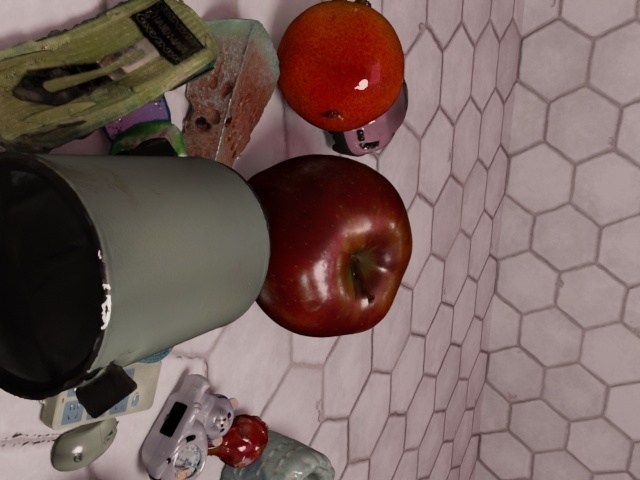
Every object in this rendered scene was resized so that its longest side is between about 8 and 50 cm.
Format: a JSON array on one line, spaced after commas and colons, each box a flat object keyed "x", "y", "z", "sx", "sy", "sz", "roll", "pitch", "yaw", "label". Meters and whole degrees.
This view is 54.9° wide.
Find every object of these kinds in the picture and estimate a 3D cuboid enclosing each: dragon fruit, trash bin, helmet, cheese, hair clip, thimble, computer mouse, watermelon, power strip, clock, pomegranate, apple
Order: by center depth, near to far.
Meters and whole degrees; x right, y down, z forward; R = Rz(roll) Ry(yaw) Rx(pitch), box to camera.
[{"x": -0.209, "y": 0.019, "z": 0.649, "sx": 0.277, "sy": 0.217, "sz": 0.262, "roll": 61, "pitch": 26, "yaw": 8, "label": "trash bin"}, {"x": -0.262, "y": -0.190, "z": 0.727, "sx": 0.321, "sy": 0.138, "sz": 0.091, "roll": -44, "pitch": 178, "yaw": -42, "label": "hair clip"}, {"x": -0.210, "y": -0.050, "z": 0.860, "sx": 0.203, "sy": 0.083, "sz": 0.321, "roll": -28, "pitch": 113, "yaw": -28, "label": "cheese"}, {"x": -0.319, "y": 0.283, "z": 0.861, "sx": 0.110, "sy": 0.032, "sz": 0.056, "roll": -23, "pitch": 121, "yaw": -54, "label": "computer mouse"}, {"x": -0.301, "y": 0.209, "z": 0.863, "sx": 0.192, "sy": 0.035, "sz": 0.082, "roll": 9, "pitch": 93, "yaw": -59, "label": "power strip"}, {"x": -0.145, "y": -0.200, "z": 0.941, "sx": 0.154, "sy": 0.094, "sz": 0.241, "roll": 36, "pitch": 71, "yaw": -68, "label": "watermelon"}, {"x": -0.205, "y": 0.319, "z": 0.999, "sx": 0.117, "sy": 0.080, "sz": 0.176, "roll": 48, "pitch": 59, "yaw": -39, "label": "clock"}, {"x": 0.000, "y": 0.000, "z": 1.006, "sx": 0.288, "sy": 0.317, "sz": 0.288, "roll": -10, "pitch": 115, "yaw": -23, "label": "apple"}, {"x": 0.037, "y": -0.313, "z": 1.060, "sx": 0.221, "sy": 0.220, "sz": 0.257, "roll": 32, "pitch": 66, "yaw": -58, "label": "pomegranate"}, {"x": -0.168, "y": 0.367, "z": 1.101, "sx": 0.190, "sy": 0.094, "sz": 0.094, "roll": 2, "pitch": 99, "yaw": -50, "label": "dragon fruit"}, {"x": -0.073, "y": 0.498, "z": 1.217, "sx": 0.205, "sy": 0.171, "sz": 0.250, "roll": -58, "pitch": 143, "yaw": -32, "label": "thimble"}, {"x": 0.107, "y": -0.281, "z": 1.256, "sx": 0.253, "sy": 0.154, "sz": 0.198, "roll": -49, "pitch": 138, "yaw": -32, "label": "helmet"}]

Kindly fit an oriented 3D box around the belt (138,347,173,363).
[{"x": -0.299, "y": 0.104, "z": 0.794, "sx": 0.302, "sy": 0.072, "sz": 0.087, "roll": 29, "pitch": 80, "yaw": -61, "label": "belt"}]
